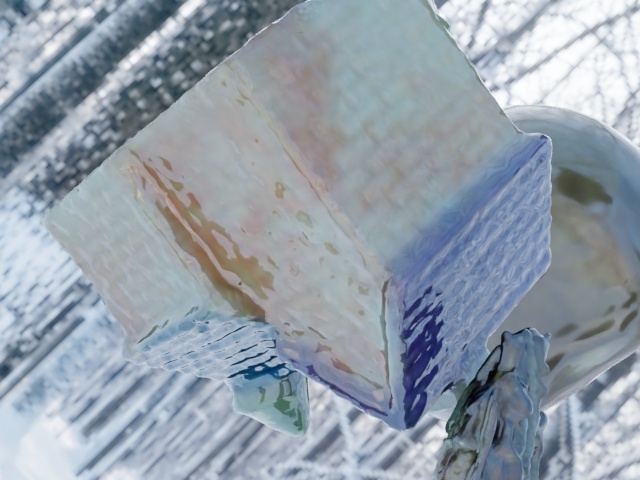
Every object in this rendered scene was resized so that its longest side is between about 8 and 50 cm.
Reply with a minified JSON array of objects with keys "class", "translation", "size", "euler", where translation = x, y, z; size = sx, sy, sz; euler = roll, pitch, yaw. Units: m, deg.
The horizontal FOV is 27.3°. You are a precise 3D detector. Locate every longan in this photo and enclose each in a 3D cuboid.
[{"class":"longan","translation":[0.217,0.029,1.527],"size":[0.404,0.404,0.336],"euler":[34,-11,45]}]

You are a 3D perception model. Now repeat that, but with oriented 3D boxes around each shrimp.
[{"class":"shrimp","translation":[0.111,0.235,0.914],"size":[0.071,0.364,0.233],"euler":[14,3,23]}]

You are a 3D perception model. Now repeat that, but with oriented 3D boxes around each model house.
[{"class":"model house","translation":[0.000,0.000,0.953],"size":[0.280,0.245,0.312],"euler":[52,-40,-7]}]
